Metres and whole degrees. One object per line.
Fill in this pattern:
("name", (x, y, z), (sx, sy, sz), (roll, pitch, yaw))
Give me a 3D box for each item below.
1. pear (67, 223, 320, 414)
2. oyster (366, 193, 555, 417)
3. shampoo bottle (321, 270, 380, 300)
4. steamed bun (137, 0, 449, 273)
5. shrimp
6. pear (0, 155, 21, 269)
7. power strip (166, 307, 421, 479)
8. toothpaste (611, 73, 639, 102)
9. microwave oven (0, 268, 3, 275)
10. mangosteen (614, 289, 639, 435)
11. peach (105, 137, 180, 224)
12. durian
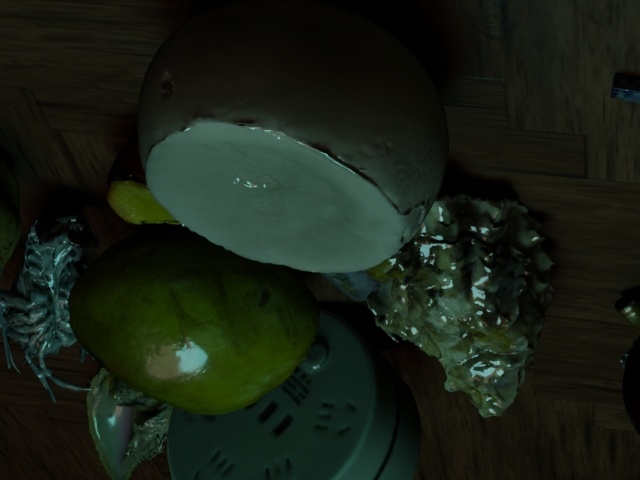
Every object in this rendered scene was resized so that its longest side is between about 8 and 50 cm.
("pear", (-0.162, 0.099, 1.905), (0.321, 0.269, 0.269), (9, 151, 3))
("oyster", (0.172, 0.075, 1.770), (0.237, 0.115, 0.351), (-14, 126, 5))
("shampoo bottle", (0.000, 0.000, 1.848), (0.072, 0.072, 0.214), (-11, 142, 38))
("steamed bun", (-0.025, -0.118, 1.510), (0.324, 0.206, 0.324), (13, 152, 7))
("shrimp", (-0.377, 0.083, 2.080), (0.221, 0.166, 0.411), (-12, 138, -24))
("pear", (-0.488, -0.042, 1.864), (0.211, 0.188, 0.229), (-17, 106, -3))
("power strip", (-0.046, 0.278, 2.055), (0.357, 0.358, 0.161), (-4, 148, 30))
("toothpaste", (0.336, -0.150, 1.483), (0.083, 0.020, 0.017), (10, 146, 9))
("microwave oven", (-0.580, 0.009, 2.053), (0.194, 0.145, 0.240), (-9, 143, 41))
("mangosteen", (0.456, 0.148, 1.781), (0.261, 0.235, 0.235), (43, 173, 42))
("peach", (-0.191, -0.074, 1.785), (0.127, 0.092, 0.172), (30, 159, -16))
("durian", (-0.278, 0.265, 2.334), (0.172, 0.167, 0.306), (29, 138, -28))
